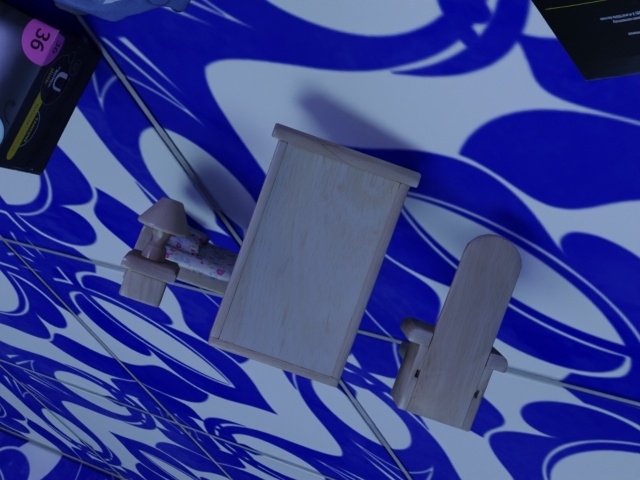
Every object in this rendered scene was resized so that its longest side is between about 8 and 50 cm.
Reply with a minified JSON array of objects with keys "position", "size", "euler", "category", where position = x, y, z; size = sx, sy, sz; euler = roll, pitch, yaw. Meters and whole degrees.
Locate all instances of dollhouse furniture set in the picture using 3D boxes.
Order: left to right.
[{"position":[0.000,0.000,1.012],"size":[0.303,0.174,0.355],"euler":[20,-175,-5],"category":"dollhouse furniture set"}]

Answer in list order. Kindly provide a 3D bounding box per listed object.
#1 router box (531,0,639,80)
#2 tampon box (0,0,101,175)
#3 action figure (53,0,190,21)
[{"position":[0.174,-0.144,0.536],"size":[0.178,0.046,0.133],"euler":[0,142,49],"category":"router box"},{"position":[-0.288,-0.144,0.934],"size":[0.161,0.120,0.101],"euler":[27,-178,9],"category":"tampon box"},{"position":[-0.245,-0.249,0.672],"size":[0.330,0.179,0.341],"euler":[-5,162,45],"category":"action figure"}]
